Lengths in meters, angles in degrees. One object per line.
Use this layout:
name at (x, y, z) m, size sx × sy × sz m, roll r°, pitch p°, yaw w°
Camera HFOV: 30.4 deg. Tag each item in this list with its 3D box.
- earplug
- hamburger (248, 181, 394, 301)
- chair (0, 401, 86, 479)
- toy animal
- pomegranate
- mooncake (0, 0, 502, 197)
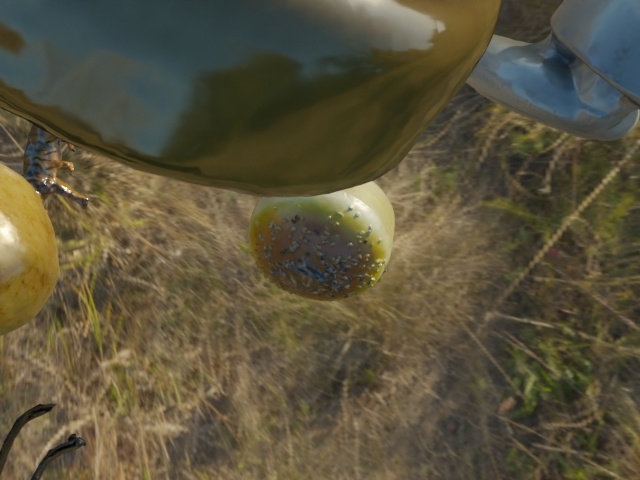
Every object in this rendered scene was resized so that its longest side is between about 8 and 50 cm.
earplug at (0.293, -0.198, 1.277) m, size 0.214 × 0.325 × 0.175 m, roll 12°, pitch 78°, yaw -30°
hamburger at (0.000, 0.000, 1.014) m, size 0.126 × 0.141 × 0.081 m, roll 24°, pitch 53°, yaw -4°
chair at (-0.240, 0.134, 0.557) m, size 0.149 × 0.174 × 0.213 m, roll 33°, pitch 72°, yaw 5°
toy animal at (-0.431, -0.164, 1.888) m, size 0.116 × 0.114 × 0.255 m, roll 1°, pitch 106°, yaw -32°
pomegranate at (-0.327, 0.010, 1.066) m, size 0.196 × 0.196 × 0.196 m, roll -1°, pitch 93°, yaw -13°
mooncake at (-0.058, -0.116, 0.437) m, size 0.235 × 0.235 × 0.117 m, roll 28°, pitch 130°, yaw -13°
